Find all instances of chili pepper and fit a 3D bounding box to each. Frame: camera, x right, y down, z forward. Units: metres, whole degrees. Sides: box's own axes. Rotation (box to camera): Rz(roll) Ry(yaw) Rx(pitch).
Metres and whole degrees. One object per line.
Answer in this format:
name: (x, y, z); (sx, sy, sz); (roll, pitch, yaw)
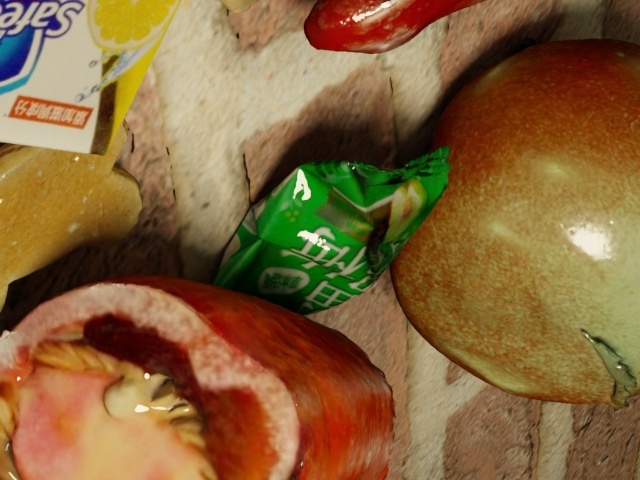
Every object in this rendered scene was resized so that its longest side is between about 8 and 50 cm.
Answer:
chili pepper: (-0.082, 0.150, 1.107); (0.251, 0.229, 0.305); (-43, 159, 8)
chili pepper: (0.086, -0.200, 1.130); (0.253, 0.144, 0.136); (-36, 121, -13)

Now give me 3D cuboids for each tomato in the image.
tomato: (0.209, -0.007, 1.352); (0.303, 0.239, 0.303); (-37, 145, -33)

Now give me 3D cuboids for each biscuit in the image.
biscuit: (-0.203, -0.006, 0.989); (0.234, 0.030, 0.153); (-36, 145, -27)

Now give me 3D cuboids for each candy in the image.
candy: (-0.001, -0.003, 1.231); (0.203, 0.078, 0.141); (-43, 144, 24)

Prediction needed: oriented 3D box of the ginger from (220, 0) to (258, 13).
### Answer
ginger: (0.010, -0.226, 1.034); (0.259, 0.065, 0.149); (-35, 159, -39)

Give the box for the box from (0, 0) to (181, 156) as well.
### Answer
box: (-0.181, -0.143, 0.809); (0.265, 0.097, 0.168); (8, 114, -57)
